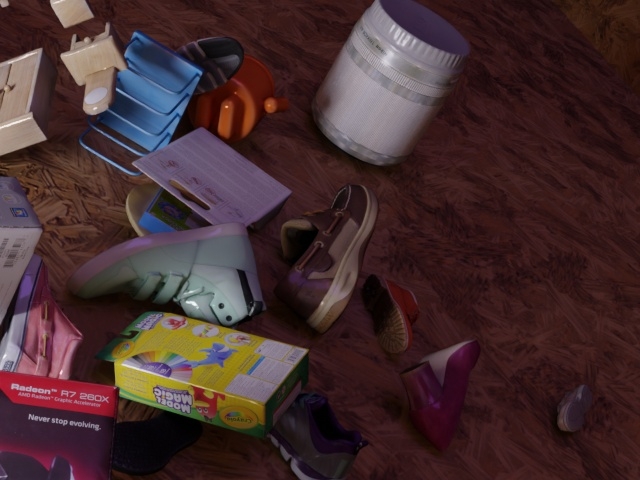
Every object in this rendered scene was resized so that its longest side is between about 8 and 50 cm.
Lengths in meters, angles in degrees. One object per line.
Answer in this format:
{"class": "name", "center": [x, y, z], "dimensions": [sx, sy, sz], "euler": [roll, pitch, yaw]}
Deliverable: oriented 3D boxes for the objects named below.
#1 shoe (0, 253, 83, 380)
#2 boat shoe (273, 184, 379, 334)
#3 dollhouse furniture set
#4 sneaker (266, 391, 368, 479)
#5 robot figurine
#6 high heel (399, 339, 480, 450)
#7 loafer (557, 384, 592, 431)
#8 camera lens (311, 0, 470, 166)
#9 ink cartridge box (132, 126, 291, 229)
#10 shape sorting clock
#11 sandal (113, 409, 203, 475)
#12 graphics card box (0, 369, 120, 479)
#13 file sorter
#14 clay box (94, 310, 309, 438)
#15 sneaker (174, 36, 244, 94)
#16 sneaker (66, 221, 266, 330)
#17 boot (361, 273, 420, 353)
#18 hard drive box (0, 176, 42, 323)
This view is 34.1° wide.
{"class": "shoe", "center": [-0.317, 0.093, 1.200], "dimensions": [0.081, 0.063, 0.178], "euler": [21, 37, -22]}
{"class": "boat shoe", "center": [0.000, 0.000, 1.578], "dimensions": [0.123, 0.123, 0.342], "euler": [29, 36, -8]}
{"class": "dollhouse furniture set", "center": [-0.461, -0.296, 1.336], "dimensions": [0.174, 0.303, 0.356], "euler": [-98, 167, -47]}
{"class": "sneaker", "center": [-0.038, 0.196, 1.267], "dimensions": [0.223, 0.098, 0.083], "euler": [41, 31, 14]}
{"class": "robot figurine", "center": [-0.149, -0.244, 1.786], "dimensions": [0.128, 0.158, 0.219], "euler": [60, 24, -18]}
{"class": "high heel", "center": [0.191, 0.216, 1.501], "dimensions": [0.244, 0.082, 0.117], "euler": [-13, 80, -67]}
{"class": "loafer", "center": [0.391, 0.267, 1.634], "dimensions": [0.125, 0.039, 0.045], "euler": [-33, 102, -55]}
{"class": "camera lens", "center": [0.127, -0.294, 1.968], "dimensions": [0.219, 0.274, 0.219], "euler": [24, 31, -15]}
{"class": "ink cartridge box", "center": [-0.169, -0.078, 1.589], "dimensions": [0.189, 0.066, 0.232], "euler": [36, 32, 6]}
{"class": "shape sorting clock", "center": [-0.186, -0.009, 1.489], "dimensions": [0.206, 0.040, 0.206], "euler": [32, 21, -14]}
{"class": "sandal", "center": [-0.189, 0.228, 1.149], "dimensions": [0.067, 0.040, 0.179], "euler": [47, 18, 14]}
{"class": "graphics card box", "center": [-0.294, 0.271, 0.838], "dimensions": [0.232, 0.094, 0.371], "euler": [12, 45, -15]}
{"class": "file sorter", "center": [-0.274, -0.201, 1.566], "dimensions": [0.118, 0.170, 0.104], "euler": [31, 34, -2]}
{"class": "clay box", "center": [-0.138, 0.151, 1.220], "dimensions": [0.222, 0.053, 0.127], "euler": [12, 28, 20]}
{"class": "sneaker", "center": [-0.233, -0.278, 1.691], "dimensions": [0.086, 0.228, 0.132], "euler": [59, 6, -29]}
{"class": "sneaker", "center": [-0.184, 0.071, 1.327], "dimensions": [0.255, 0.094, 0.151], "euler": [-13, 75, -31]}
{"class": "boot", "center": [0.123, 0.117, 1.580], "dimensions": [0.084, 0.059, 0.158], "euler": [22, 30, -27]}
{"class": "hard drive box", "center": [-0.433, 0.023, 1.073], "dimensions": [0.232, 0.181, 0.089], "euler": [1, 42, -43]}
